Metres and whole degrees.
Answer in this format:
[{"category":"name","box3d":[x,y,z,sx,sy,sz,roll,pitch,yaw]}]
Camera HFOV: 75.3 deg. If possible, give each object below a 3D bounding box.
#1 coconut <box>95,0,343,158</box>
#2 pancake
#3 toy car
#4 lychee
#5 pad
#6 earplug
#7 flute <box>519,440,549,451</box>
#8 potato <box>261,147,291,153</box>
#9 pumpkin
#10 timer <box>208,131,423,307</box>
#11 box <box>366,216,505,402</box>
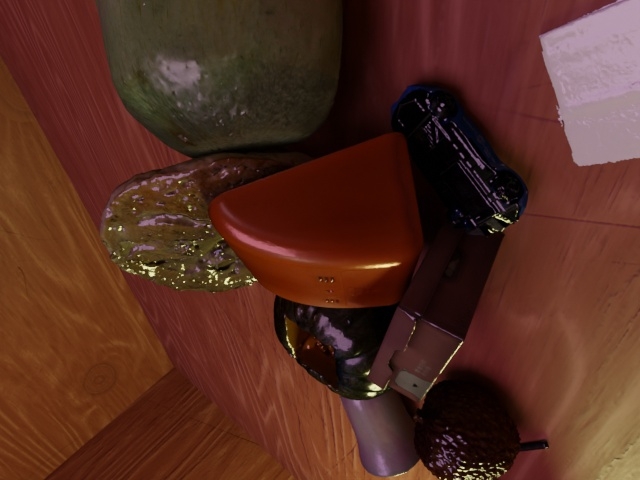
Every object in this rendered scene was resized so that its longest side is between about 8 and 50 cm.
[{"category":"coconut","box3d":[-0.121,-0.272,0.513,0.328,0.281,0.329,18,112,52]},{"category":"pancake","box3d":[-0.138,-0.022,0.652,0.387,0.386,0.082,123,137,-56]},{"category":"toy car","box3d":[0.173,-0.106,0.528,0.216,0.063,0.103,56,149,5]},{"category":"lychee","box3d":[0.265,0.360,0.783,0.194,0.194,0.195,30,142,27]},{"category":"pad","box3d":[0.325,-0.151,0.358,0.232,0.004,0.157,-3,121,51]},{"category":"earplug","box3d":[0.123,0.391,1.008,0.172,0.172,0.302,-5,113,51]},{"category":"flute","box3d":[0.383,0.444,0.874,0.014,0.014,0.270,43,146,10]},{"category":"potato","box3d":[-0.128,-0.081,0.824,0.176,0.141,0.298,38,146,-9]},{"category":"pumpkin","box3d":[0.042,0.168,0.834,0.320,0.192,0.321,27,136,30]},{"category":"timer","box3d":[0.000,0.000,0.580,0.257,0.249,0.162,76,-172,-67]},{"category":"box","box3d":[0.165,0.099,0.604,0.086,0.215,0.215,26,141,17]}]
